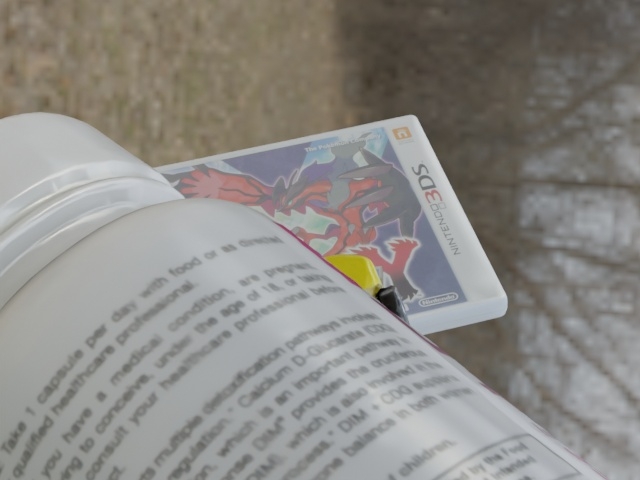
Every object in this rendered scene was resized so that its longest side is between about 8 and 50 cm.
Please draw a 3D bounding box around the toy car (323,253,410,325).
[{"bbox_3d":[0.061,0.139,0.826,0.053,0.225,0.239,53,51,-71],"label":"toy car"}]

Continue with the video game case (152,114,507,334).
[{"bbox_3d":[0.000,0.000,1.313,0.023,0.201,0.183,91,-19,-48],"label":"video game case"}]

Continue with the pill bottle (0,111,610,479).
[{"bbox_3d":[-0.022,0.087,0.609,0.160,0.283,0.160,-37,149,-27],"label":"pill bottle"}]
